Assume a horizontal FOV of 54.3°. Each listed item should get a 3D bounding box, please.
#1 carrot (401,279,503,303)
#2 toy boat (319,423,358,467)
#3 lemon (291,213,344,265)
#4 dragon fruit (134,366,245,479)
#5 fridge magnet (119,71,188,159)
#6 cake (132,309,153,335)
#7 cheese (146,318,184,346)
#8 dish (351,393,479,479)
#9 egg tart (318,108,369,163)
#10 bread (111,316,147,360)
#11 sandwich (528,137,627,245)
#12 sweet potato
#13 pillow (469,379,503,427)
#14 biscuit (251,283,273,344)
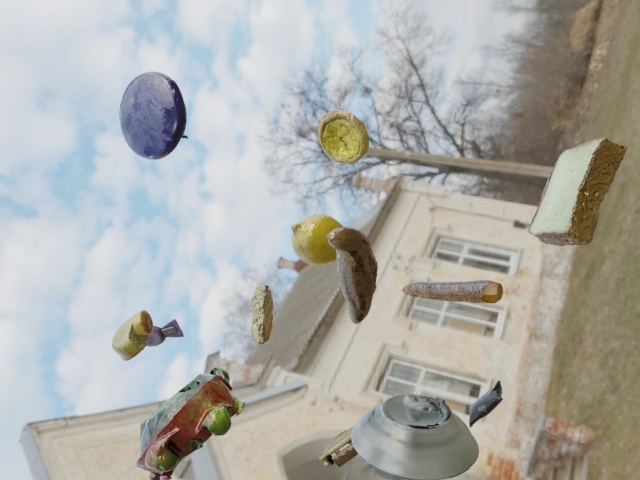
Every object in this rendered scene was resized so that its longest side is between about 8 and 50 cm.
[{"bbox_3d":[0.362,0.141,1.772,0.066,0.314,0.066,1,-92,-50],"label":"carrot"},{"bbox_3d":[0.102,0.680,2.079,0.226,0.088,0.068,-33,-51,-3],"label":"toy boat"},{"bbox_3d":[0.000,0.000,2.176,0.187,0.244,0.186,-46,29,35],"label":"lemon"},{"bbox_3d":[-0.282,0.390,1.316,0.295,0.130,0.268,-43,-5,41],"label":"dragon fruit"},{"bbox_3d":[-0.507,-0.378,1.899,0.113,0.266,0.265,-8,-72,-60],"label":"fridge magnet"},{"bbox_3d":[-0.582,0.271,2.051,0.084,0.044,0.084,-18,-90,-85],"label":"cake"},{"bbox_3d":[-0.636,0.367,2.436,0.042,0.191,0.105,-97,-9,-58],"label":"cheese"},{"bbox_3d":[0.236,0.460,1.552,0.316,0.317,0.106,-30,-56,-65],"label":"dish"},{"bbox_3d":[0.079,-0.339,2.017,0.074,0.191,0.191,-40,-41,-47],"label":"egg tart"},{"bbox_3d":[-0.646,0.334,2.117,0.086,0.125,0.156,51,-155,-31],"label":"bread"},{"bbox_3d":[0.730,-0.129,1.806,0.271,0.099,0.301,152,140,-87],"label":"sandwich"},{"bbox_3d":[0.080,0.065,1.427,0.114,0.092,0.341,-56,-28,-30],"label":"sweet potato"},{"bbox_3d":[0.509,0.504,1.922,0.150,0.048,0.090,-51,-10,26],"label":"pillow"},{"bbox_3d":[-0.182,0.228,1.919,0.118,0.061,0.183,48,-138,-76],"label":"biscuit"}]
